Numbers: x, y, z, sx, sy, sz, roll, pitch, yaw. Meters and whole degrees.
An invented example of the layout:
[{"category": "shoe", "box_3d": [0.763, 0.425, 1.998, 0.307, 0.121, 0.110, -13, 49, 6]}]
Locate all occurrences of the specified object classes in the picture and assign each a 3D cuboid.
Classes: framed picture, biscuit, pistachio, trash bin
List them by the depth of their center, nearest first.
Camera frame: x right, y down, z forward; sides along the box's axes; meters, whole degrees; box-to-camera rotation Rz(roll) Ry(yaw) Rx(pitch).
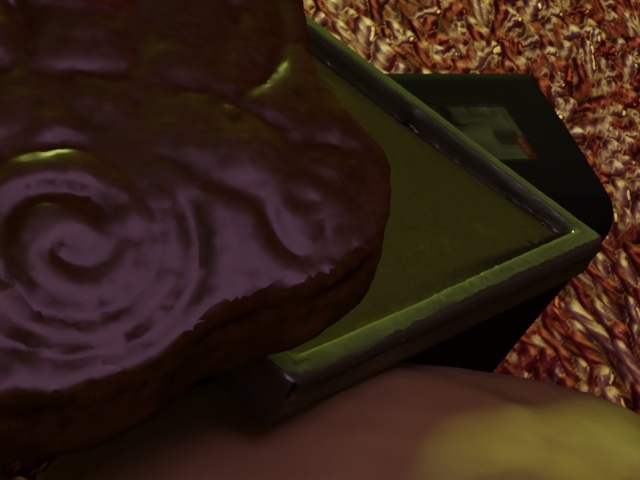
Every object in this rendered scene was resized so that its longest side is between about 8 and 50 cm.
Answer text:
[{"category": "biscuit", "box_3d": [-0.128, -0.046, 0.377, 0.272, 0.049, 0.257, -13, 55, -20]}, {"category": "pistachio", "box_3d": [0.019, 0.152, 0.438, 0.308, 0.230, 0.230, 6, 46, -25]}, {"category": "framed picture", "box_3d": [-0.059, -0.069, 0.515, 0.324, 0.020, 0.240, 39, 30, 20]}, {"category": "trash bin", "box_3d": [0.000, 0.000, 0.648, 0.225, 0.165, 0.115, 0, 50, -32]}]
